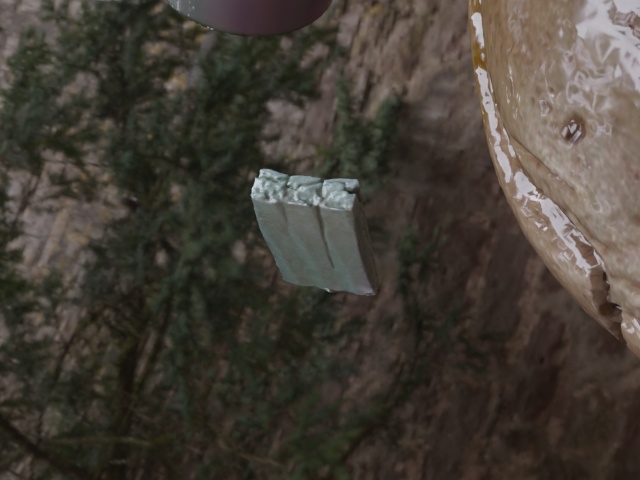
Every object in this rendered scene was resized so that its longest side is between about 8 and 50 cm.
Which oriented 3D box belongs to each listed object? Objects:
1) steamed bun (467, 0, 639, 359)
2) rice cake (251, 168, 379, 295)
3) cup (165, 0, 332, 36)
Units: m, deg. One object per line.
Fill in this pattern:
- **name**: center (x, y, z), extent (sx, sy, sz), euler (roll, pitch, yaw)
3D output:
- **steamed bun**: center (0.188, -0.039, 0.412), extent (0.251, 0.301, 0.199), euler (-5, -49, -19)
- **rice cake**: center (0.000, 0.000, 1.137), extent (0.211, 0.124, 0.038), euler (65, -143, -57)
- **cup**: center (-0.033, -0.278, 0.666), extent (0.203, 0.203, 0.288), euler (-48, -18, -36)
